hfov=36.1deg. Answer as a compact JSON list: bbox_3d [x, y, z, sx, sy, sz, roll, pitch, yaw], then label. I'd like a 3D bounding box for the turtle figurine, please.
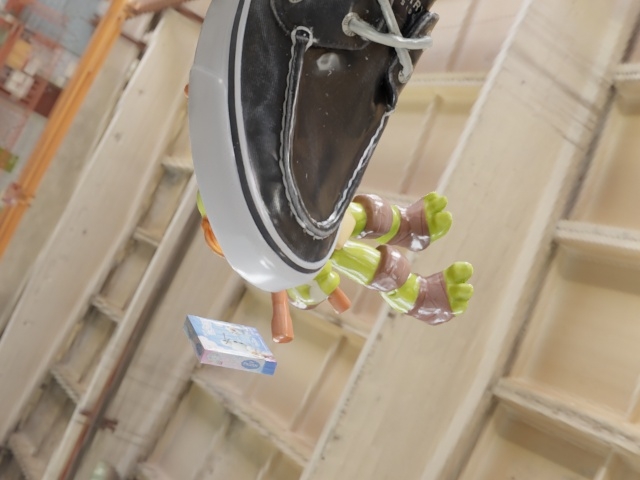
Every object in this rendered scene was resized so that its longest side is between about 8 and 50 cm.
[{"bbox_3d":[0.000,0.000,0.674,0.087,0.217,0.269,-57,-146,25],"label":"turtle figurine"}]

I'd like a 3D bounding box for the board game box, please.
[{"bbox_3d":[-0.104,0.119,1.126,0.090,0.090,0.020,46,-60,60],"label":"board game box"}]

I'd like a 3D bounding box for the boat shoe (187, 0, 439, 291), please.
[{"bbox_3d":[0.013,-0.120,0.524,0.102,0.108,0.301,-10,-122,35],"label":"boat shoe"}]
